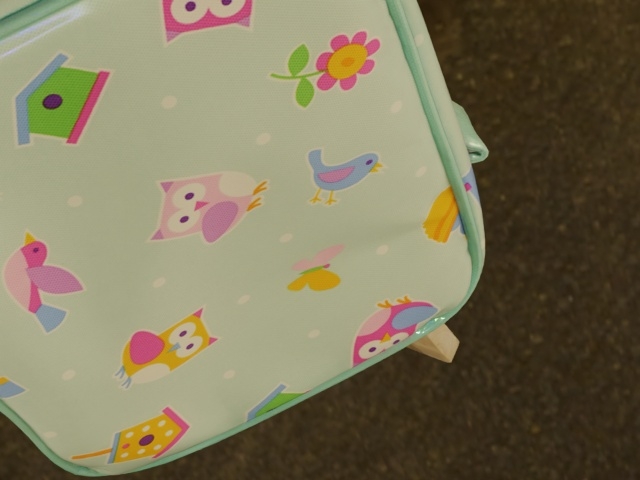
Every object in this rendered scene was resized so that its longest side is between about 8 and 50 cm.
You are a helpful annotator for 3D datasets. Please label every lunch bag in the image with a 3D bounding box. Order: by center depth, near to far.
[{"bbox_3d":[-0.053,-0.033,0.549,0.224,0.279,0.108,-30,54,-3],"label":"lunch bag"}]

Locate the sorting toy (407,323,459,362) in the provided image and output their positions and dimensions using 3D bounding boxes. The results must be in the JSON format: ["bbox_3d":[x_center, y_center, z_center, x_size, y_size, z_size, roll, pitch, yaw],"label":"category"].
[{"bbox_3d":[0.000,0.000,1.377,0.257,0.255,0.089,19,76,27],"label":"sorting toy"}]
